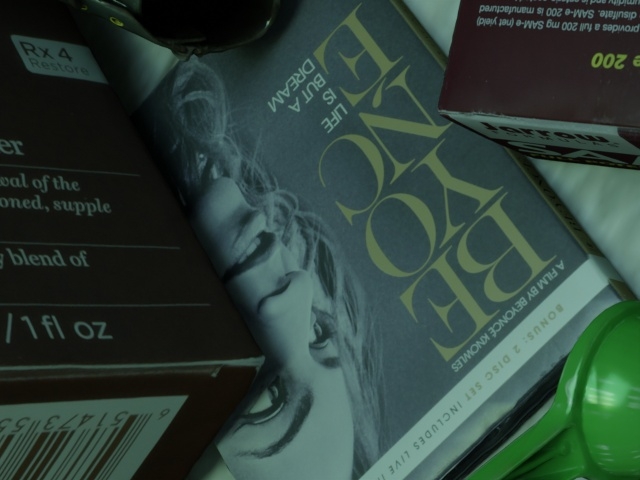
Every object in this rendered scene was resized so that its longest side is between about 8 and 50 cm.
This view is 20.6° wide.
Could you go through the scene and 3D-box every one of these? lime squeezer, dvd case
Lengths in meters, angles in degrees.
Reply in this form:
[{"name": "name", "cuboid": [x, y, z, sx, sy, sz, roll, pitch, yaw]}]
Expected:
[{"name": "lime squeezer", "cuboid": [0.125, 0.051, 0.509, 0.310, 0.058, 0.110, -18, 42, -2]}, {"name": "dvd case", "cuboid": [0.000, 0.000, 0.676, 0.164, 0.018, 0.221, -46, 57, 19]}]

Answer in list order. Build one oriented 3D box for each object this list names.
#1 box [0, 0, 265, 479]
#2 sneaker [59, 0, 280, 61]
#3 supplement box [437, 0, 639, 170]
[{"name": "box", "cuboid": [-0.199, -0.052, 0.716, 0.143, 0.191, 0.381, -54, 54, 31]}, {"name": "sneaker", "cuboid": [-0.121, -0.133, 0.657, 0.118, 0.222, 0.083, 46, 123, 47]}, {"name": "supplement box", "cuboid": [0.131, -0.142, 0.576, 0.130, 0.073, 0.239, 9, 84, 38]}]
